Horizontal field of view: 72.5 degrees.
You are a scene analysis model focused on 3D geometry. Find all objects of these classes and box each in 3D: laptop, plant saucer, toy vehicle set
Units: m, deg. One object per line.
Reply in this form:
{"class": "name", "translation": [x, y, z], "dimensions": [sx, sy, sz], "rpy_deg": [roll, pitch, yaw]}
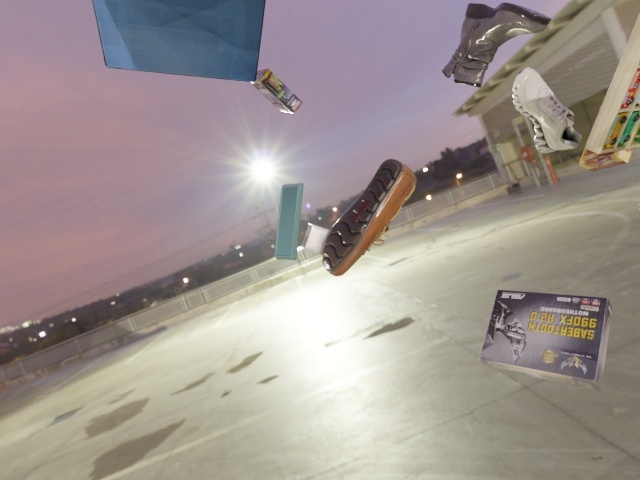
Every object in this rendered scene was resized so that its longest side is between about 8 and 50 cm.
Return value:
{"class": "laptop", "translation": [-0.300, -0.468, 0.933], "dimensions": [0.381, 0.237, 0.408], "rpy_deg": [0, 22, -15]}
{"class": "plant saucer", "translation": [-0.080, -0.048, 1.076], "dimensions": [0.067, 0.192, 0.018], "rpy_deg": [1, -9, 36]}
{"class": "toy vehicle set", "translation": [0.662, -0.317, 0.897], "dimensions": [0.165, 0.267, 0.035], "rpy_deg": [-13, 36, -23]}

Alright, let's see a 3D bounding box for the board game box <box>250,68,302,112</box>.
{"class": "board game box", "translation": [-0.140, -0.461, 1.349], "dimensions": [0.048, 0.141, 0.170], "rpy_deg": [-51, 27, 3]}

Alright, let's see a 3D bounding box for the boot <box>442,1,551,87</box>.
{"class": "boot", "translation": [0.490, -0.543, 1.247], "dimensions": [0.118, 0.223, 0.338], "rpy_deg": [10, 24, -17]}

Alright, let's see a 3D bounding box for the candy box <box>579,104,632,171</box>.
{"class": "candy box", "translation": [0.759, -0.279, 1.129], "dimensions": [0.187, 0.053, 0.109], "rpy_deg": [-66, 12, -9]}

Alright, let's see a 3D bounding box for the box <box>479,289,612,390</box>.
{"class": "box", "translation": [0.485, 0.206, 0.948], "dimensions": [0.231, 0.056, 0.183], "rpy_deg": [0, 55, 45]}

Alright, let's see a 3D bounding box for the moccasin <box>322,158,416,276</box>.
{"class": "moccasin", "translation": [0.144, -0.054, 1.278], "dimensions": [0.139, 0.147, 0.380], "rpy_deg": [33, 91, 47]}

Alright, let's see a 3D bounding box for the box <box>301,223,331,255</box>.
{"class": "box", "translation": [0.000, 0.000, 1.441], "dimensions": [0.101, 0.087, 0.101], "rpy_deg": [19, 2, -9]}

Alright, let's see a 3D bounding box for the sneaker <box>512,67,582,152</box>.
{"class": "sneaker", "translation": [0.654, -0.372, 1.249], "dimensions": [0.110, 0.292, 0.118], "rpy_deg": [-48, 28, -4]}
